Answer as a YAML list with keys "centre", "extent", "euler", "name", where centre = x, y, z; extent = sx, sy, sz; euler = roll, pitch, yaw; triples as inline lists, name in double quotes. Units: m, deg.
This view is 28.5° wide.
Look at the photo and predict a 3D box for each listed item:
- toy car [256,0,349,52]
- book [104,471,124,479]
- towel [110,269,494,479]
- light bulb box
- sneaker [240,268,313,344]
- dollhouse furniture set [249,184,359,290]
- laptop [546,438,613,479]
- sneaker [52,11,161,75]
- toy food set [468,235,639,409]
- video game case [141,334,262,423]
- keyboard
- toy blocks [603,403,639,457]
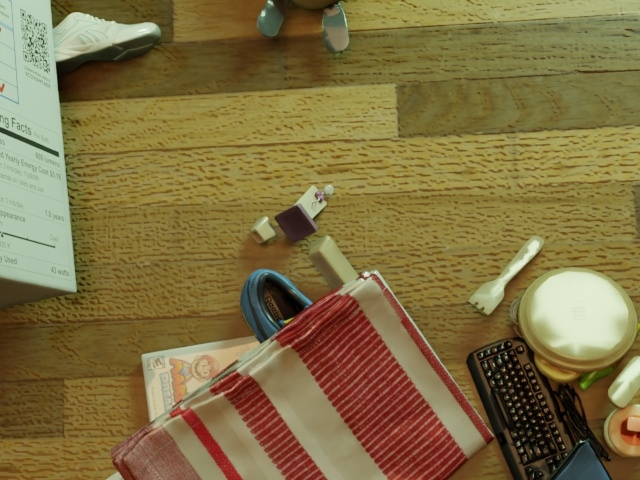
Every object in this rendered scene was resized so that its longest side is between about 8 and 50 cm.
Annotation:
- centre: [-0.004, -0.305, 1.365]
  extent: [0.155, 0.149, 0.189]
  euler: [13, 93, -3]
  name: "toy car"
- centre: [-0.236, 0.315, 1.324]
  extent: [0.144, 0.035, 0.096]
  euler: [-32, 76, -1]
  name: "book"
- centre: [-0.014, 0.212, 1.275]
  extent: [0.329, 0.037, 0.237]
  euler: [-36, 104, -1]
  name: "towel"
- centre: [-0.433, -0.120, 1.238]
  extent: [0.225, 0.358, 0.361]
  euler: [-11, 78, 17]
  name: "light bulb box"
- centre: [-0.009, 0.119, 1.303]
  extent: [0.069, 0.082, 0.209]
  euler: [-36, 85, -18]
  name: "sneaker"
- centre: [0.000, 0.000, 1.369]
  extent: [0.114, 0.091, 0.081]
  euler: [54, 46, -10]
  name: "dollhouse furniture set"
- centre: [0.268, 0.469, 1.095]
  extent: [0.408, 0.236, 0.382]
  euler: [37, 71, 19]
  name: "laptop"
- centre: [-0.255, -0.230, 1.411]
  extent: [0.152, 0.054, 0.061]
  euler: [-11, 76, 4]
  name: "sneaker"
- centre: [0.263, 0.087, 1.308]
  extent: [0.192, 0.038, 0.132]
  euler: [36, 65, 22]
  name: "toy food set"
- centre: [-0.111, 0.187, 1.340]
  extent: [0.143, 0.019, 0.157]
  euler: [-10, 79, 3]
  name: "video game case"
- centre: [0.229, 0.188, 1.299]
  extent: [0.100, 0.038, 0.192]
  euler: [-23, 80, 1]
  name: "keyboard"
- centre: [0.335, 0.211, 1.228]
  extent: [0.054, 0.148, 0.123]
  euler: [-42, 79, -3]
  name: "toy blocks"
